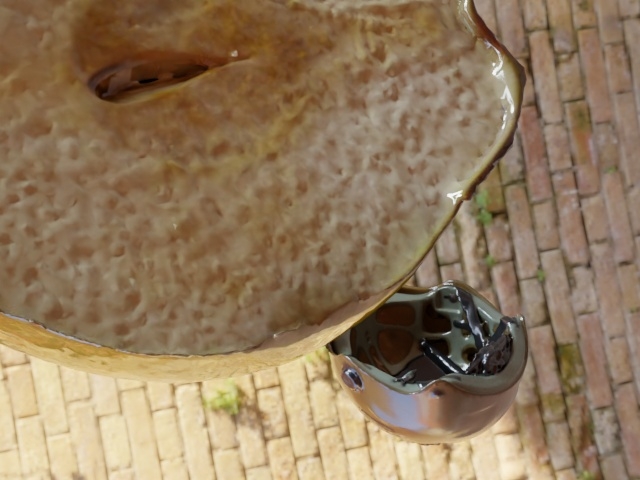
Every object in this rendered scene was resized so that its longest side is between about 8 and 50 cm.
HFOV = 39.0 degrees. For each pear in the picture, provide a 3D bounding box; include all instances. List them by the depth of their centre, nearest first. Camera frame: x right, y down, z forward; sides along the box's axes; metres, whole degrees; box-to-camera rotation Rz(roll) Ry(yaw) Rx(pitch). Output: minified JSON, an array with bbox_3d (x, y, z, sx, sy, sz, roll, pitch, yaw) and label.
[{"bbox_3d":[-0.088,-0.072,0.571,0.191,0.386,0.340,126,132,-64],"label":"pear"}]

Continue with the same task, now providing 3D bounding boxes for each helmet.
[{"bbox_3d":[0.110,0.139,0.967,0.224,0.198,0.130,18,122,40],"label":"helmet"}]
